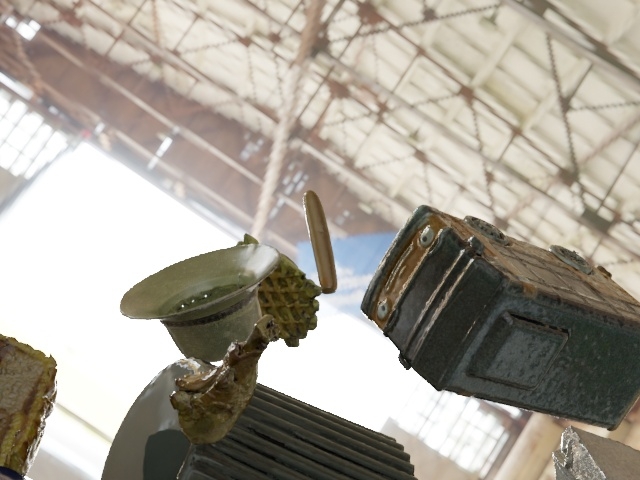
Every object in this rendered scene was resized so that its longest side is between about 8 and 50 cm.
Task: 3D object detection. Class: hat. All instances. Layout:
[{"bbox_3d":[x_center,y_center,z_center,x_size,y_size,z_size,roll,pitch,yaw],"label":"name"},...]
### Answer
[{"bbox_3d":[-0.166,0.113,1.813,0.257,0.257,0.130,15,-54,58],"label":"hat"}]

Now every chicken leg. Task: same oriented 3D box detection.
[{"bbox_3d":[-0.101,0.145,1.263,0.093,0.178,0.070,12,40,-37],"label":"chicken leg"}]

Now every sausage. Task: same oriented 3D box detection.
[{"bbox_3d":[0.000,0.000,1.385,0.024,0.132,0.024,-9,-26,-4],"label":"sausage"}]

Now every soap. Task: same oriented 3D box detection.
[{"bbox_3d":[0.396,0.439,1.756,0.258,0.302,0.159,22,21,-30],"label":"soap"}]

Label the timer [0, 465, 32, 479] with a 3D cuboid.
[{"bbox_3d":[-0.250,0.411,1.259,0.383,0.270,0.270,11,-21,26],"label":"timer"}]

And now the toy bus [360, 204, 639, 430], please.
[{"bbox_3d":[0.193,0.079,1.156,0.275,0.138,0.167,18,20,-35],"label":"toy bus"}]

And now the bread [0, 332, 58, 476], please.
[{"bbox_3d":[-0.438,0.223,1.541,0.181,0.222,0.096,18,-40,3],"label":"bread"}]

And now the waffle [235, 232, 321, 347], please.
[{"bbox_3d":[-0.093,0.104,2.327,0.223,0.054,0.204,36,-49,14],"label":"waffle"}]

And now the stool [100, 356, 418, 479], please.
[{"bbox_3d":[-0.087,0.328,1.563,0.330,0.297,0.297,32,-10,-26],"label":"stool"}]
